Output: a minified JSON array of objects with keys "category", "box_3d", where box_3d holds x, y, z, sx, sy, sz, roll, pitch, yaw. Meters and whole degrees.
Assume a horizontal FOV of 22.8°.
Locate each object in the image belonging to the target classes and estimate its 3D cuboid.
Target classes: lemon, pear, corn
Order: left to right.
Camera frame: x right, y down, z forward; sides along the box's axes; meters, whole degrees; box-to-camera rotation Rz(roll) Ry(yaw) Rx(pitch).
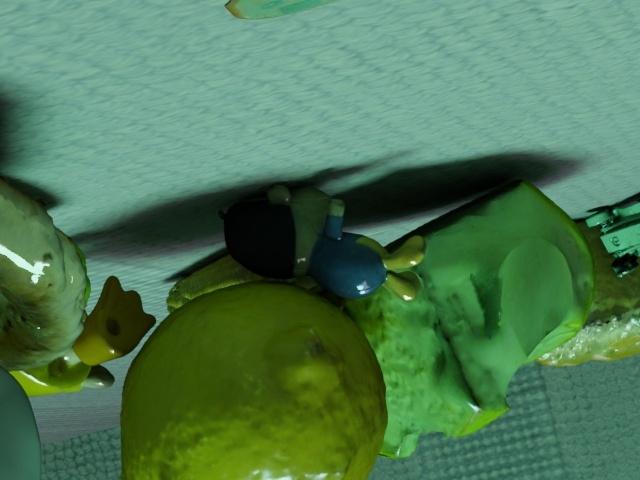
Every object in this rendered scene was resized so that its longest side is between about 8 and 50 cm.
[{"category":"corn","box_3d":[-0.091,0.047,1.597,0.067,0.067,0.206,-6,171,-36]},{"category":"lemon","box_3d":[-0.059,0.152,1.348,0.233,0.234,0.288,-8,157,-26]},{"category":"pear","box_3d":[0.129,0.066,1.494,0.282,0.176,0.286,-32,-175,-40]}]

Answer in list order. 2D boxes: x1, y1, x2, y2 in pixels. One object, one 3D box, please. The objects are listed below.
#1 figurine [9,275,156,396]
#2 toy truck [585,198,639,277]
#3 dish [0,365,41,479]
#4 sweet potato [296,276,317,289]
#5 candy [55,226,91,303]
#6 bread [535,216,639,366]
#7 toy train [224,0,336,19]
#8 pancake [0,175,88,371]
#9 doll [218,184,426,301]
[{"category":"figurine","box_3d":[-0.321,0.116,1.385,0.343,0.215,0.187,-32,-153,33]},{"category":"toy truck","box_3d":[0.380,-0.020,1.796,0.078,0.080,0.154,-29,-179,-33]},{"category":"dish","box_3d":[-0.282,0.110,0.951,0.256,0.117,0.256,3,161,1]},{"category":"sweet potato","box_3d":[-0.013,0.055,1.781,0.249,0.059,0.069,-10,-169,-34]},{"category":"candy","box_3d":[-0.228,0.013,1.117,0.096,0.097,0.209,-13,161,5]},{"category":"bread","box_3d":[0.333,0.055,1.905,0.245,0.174,0.121,-10,151,-24]},{"category":"toy train","box_3d":[0.029,-0.143,0.605,0.188,0.072,0.099,-14,176,8]},{"category":"pancake","box_3d":[-0.302,0.019,0.966,0.356,0.065,0.356,6,162,2]},{"category":"doll","box_3d":[0.000,0.000,1.319,0.179,0.089,0.102,14,139,8]}]
